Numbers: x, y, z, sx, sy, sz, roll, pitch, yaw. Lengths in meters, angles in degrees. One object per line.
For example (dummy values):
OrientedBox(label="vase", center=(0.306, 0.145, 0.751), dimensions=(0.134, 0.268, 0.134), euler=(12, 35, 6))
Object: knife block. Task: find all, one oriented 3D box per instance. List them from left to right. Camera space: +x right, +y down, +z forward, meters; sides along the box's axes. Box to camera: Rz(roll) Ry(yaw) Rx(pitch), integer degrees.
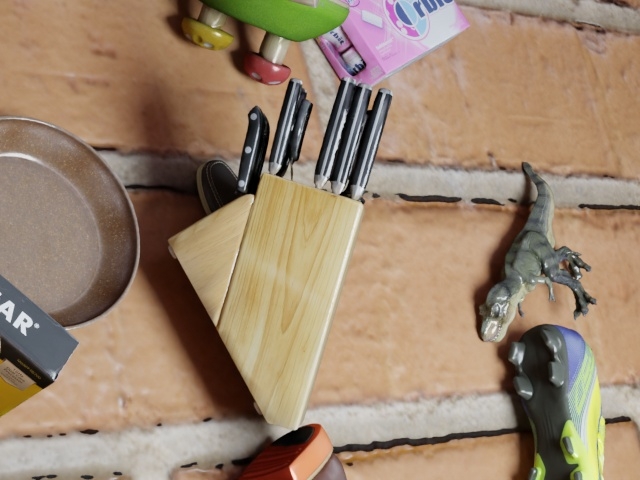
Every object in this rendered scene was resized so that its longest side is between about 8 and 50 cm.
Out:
OrientedBox(label="knife block", center=(0.000, 0.000, 1.276), dimensions=(0.275, 0.242, 0.088), euler=(61, 3, 4))

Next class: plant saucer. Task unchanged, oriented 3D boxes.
OrientedBox(label="plant saucer", center=(-0.249, -0.011, 1.208), dimensions=(0.199, 0.036, 0.198), euler=(18, 58, -32))

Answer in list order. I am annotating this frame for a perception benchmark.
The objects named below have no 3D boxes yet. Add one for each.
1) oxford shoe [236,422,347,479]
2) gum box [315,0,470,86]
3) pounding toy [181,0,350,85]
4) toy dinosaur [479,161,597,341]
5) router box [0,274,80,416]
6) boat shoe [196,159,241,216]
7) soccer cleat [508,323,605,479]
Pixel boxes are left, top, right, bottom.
OrientedBox(label="oxford shoe", center=(-0.053, 0.269, 1.190), dimensions=(0.271, 0.097, 0.098), euler=(-43, 107, -42))
OrientedBox(label="gum box", center=(0.072, -0.244, 1.581), dimensions=(0.188, 0.062, 0.107), euler=(-35, 92, -45))
OrientedBox(label="pounding toy", center=(-0.077, -0.221, 1.403), dimensions=(0.183, 0.110, 0.237), euler=(24, 9, 7))
OrientedBox(label="toy dinosaur", center=(0.256, 0.024, 1.601), dimensions=(0.118, 0.064, 0.268), euler=(35, 46, -12))
OrientedBox(label="router box", center=(-0.289, 0.057, 1.071), dimensions=(0.179, 0.133, 0.046), euler=(42, 47, -15))
OrientedBox(label="boat shoe", center=(-0.067, -0.014, 1.353), dimensions=(0.056, 0.049, 0.152), euler=(-27, 87, -45))
OrientedBox(label="soccer cleat", center=(0.270, 0.226, 1.483), dimensions=(0.121, 0.093, 0.289), euler=(19, 57, -40))
